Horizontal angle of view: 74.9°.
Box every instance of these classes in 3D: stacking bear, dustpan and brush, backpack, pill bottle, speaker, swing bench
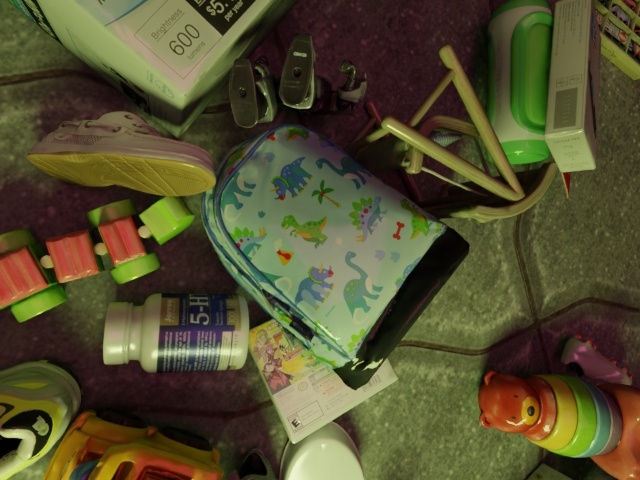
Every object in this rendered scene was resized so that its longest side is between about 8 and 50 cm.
[{"bbox_3d":[0.452,0.337,0.822,0.288,0.164,0.176,15,85,-9],"label":"stacking bear"},{"bbox_3d":[-0.003,0.337,0.711,0.147,0.060,0.211,-6,97,-10],"label":"dustpan and brush"},{"bbox_3d":[0.000,0.000,0.612,0.355,0.273,0.290,39,83,15],"label":"backpack"},{"bbox_3d":[-0.204,0.132,0.604,0.186,0.112,0.112,3,88,-21],"label":"pill bottle"},{"bbox_3d":[0.393,-0.309,0.829,0.131,0.131,0.297,2,88,-20],"label":"speaker"},{"bbox_3d":[0.171,-0.121,0.674,0.254,0.253,0.165,42,76,-14],"label":"swing bench"}]

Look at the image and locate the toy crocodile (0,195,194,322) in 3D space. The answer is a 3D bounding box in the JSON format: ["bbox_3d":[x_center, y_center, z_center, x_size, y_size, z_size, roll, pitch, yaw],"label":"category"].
[{"bbox_3d":[-0.337,0.024,0.561,0.340,0.105,0.115,-22,96,-19],"label":"toy crocodile"}]

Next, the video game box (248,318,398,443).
[{"bbox_3d":[-0.001,0.193,0.695,0.205,0.048,0.187,-24,86,-19],"label":"video game box"}]

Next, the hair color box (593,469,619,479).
[{"bbox_3d":[0.709,0.536,0.880,0.374,0.113,0.186,-6,92,-39],"label":"hair color box"}]

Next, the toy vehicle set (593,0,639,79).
[{"bbox_3d":[0.703,-0.525,0.995,0.266,0.035,0.166,24,81,-18],"label":"toy vehicle set"}]

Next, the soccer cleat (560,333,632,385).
[{"bbox_3d":[0.612,0.283,0.935,0.196,0.068,0.076,34,93,-15],"label":"soccer cleat"}]

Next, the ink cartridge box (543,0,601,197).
[{"bbox_3d":[0.507,-0.269,0.820,0.261,0.066,0.297,29,68,-46],"label":"ink cartridge box"}]

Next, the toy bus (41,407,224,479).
[{"bbox_3d":[-0.236,0.314,0.522,0.220,0.211,0.150,26,67,-12],"label":"toy bus"}]

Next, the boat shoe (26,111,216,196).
[{"bbox_3d":[-0.252,-0.124,0.542,0.276,0.098,0.096,9,68,18],"label":"boat shoe"}]

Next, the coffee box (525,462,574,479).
[{"bbox_3d":[0.430,0.600,0.836,0.246,0.098,0.141,-31,100,-19],"label":"coffee box"}]

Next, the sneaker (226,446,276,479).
[{"bbox_3d":[-0.119,0.378,0.560,0.105,0.281,0.115,-14,84,0],"label":"sneaker"}]

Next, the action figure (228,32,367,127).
[{"bbox_3d":[-0.028,-0.223,0.608,0.185,0.285,0.099,0,107,11],"label":"action figure"}]

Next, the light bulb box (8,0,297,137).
[{"bbox_3d":[-0.221,-0.403,0.550,0.361,0.225,0.358,39,77,-16],"label":"light bulb box"}]

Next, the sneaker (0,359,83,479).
[{"bbox_3d":[-0.492,0.264,0.477,0.384,0.147,0.145,-27,100,-18],"label":"sneaker"}]
